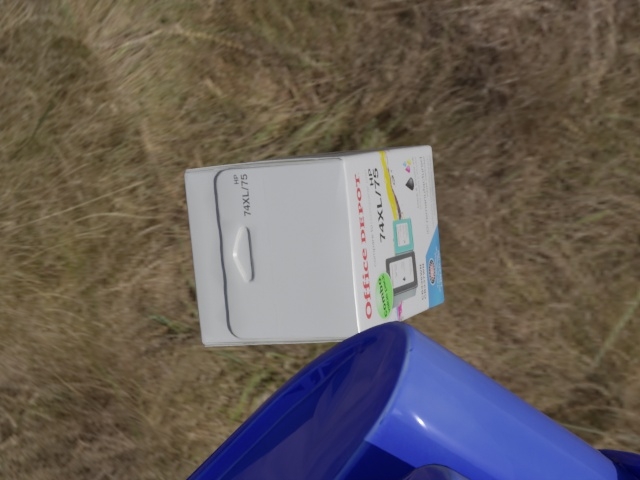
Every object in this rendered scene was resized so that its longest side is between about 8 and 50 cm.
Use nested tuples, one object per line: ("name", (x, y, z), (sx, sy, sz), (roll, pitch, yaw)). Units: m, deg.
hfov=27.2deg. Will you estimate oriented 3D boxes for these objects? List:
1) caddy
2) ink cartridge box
("caddy", (0.012, 0.202, 0.537), (0.179, 0.241, 0.341), (40, 105, -18))
("ink cartridge box", (0.000, 0.000, 1.510), (0.197, 0.270, 0.198), (-3, 95, 25))
